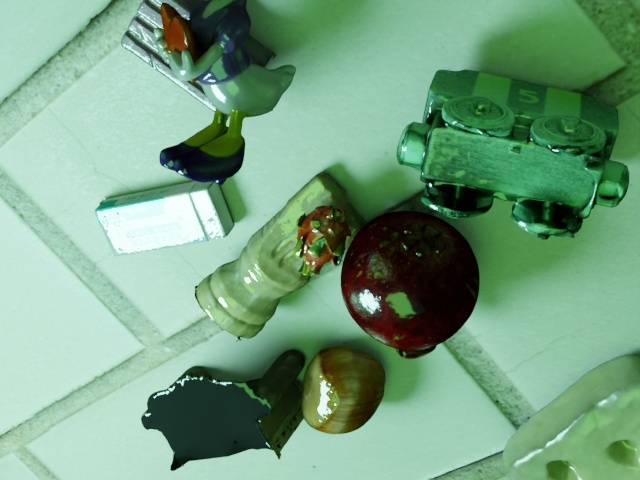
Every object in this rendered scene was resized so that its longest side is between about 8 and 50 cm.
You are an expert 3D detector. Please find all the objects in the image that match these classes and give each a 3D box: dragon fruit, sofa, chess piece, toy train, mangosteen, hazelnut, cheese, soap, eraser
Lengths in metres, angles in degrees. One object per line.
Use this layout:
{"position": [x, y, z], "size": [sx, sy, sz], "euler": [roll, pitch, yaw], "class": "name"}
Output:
{"position": [0.001, 0.002, 1.492], "size": [0.086, 0.081, 0.116], "euler": [-1, 111, -26], "class": "dragon fruit"}
{"position": [-0.160, 0.273, 1.722], "size": [0.258, 0.200, 0.182], "euler": [-13, 104, 25], "class": "sofa"}
{"position": [-0.061, 0.022, 1.586], "size": [0.137, 0.137, 0.301], "euler": [41, 112, -9], "class": "chess piece"}
{"position": [0.259, -0.126, 1.306], "size": [0.299, 0.238, 0.167], "euler": [14, 123, 7], "class": "toy train"}
{"position": [0.132, 0.081, 1.499], "size": [0.215, 0.215, 0.257], "euler": [16, 138, 8], "class": "mangosteen"}
{"position": [0.041, 0.259, 1.675], "size": [0.150, 0.150, 0.150], "euler": [8, 122, 13], "class": "hazelnut"}
{"position": [0.517, 0.351, 1.577], "size": [0.351, 0.129, 0.328], "euler": [31, 125, -1], "class": "cheese"}
{"position": [-0.183, -0.286, 1.454], "size": [0.203, 0.065, 0.122], "euler": [37, 122, -6], "class": "soap"}
{"position": [-0.264, -0.038, 1.640], "size": [0.225, 0.052, 0.096], "euler": [-9, 115, 22], "class": "eraser"}

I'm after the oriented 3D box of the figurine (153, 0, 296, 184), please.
{"position": [-0.119, -0.275, 1.326], "size": [0.193, 0.154, 0.421], "euler": [-6, 113, -22], "class": "figurine"}
